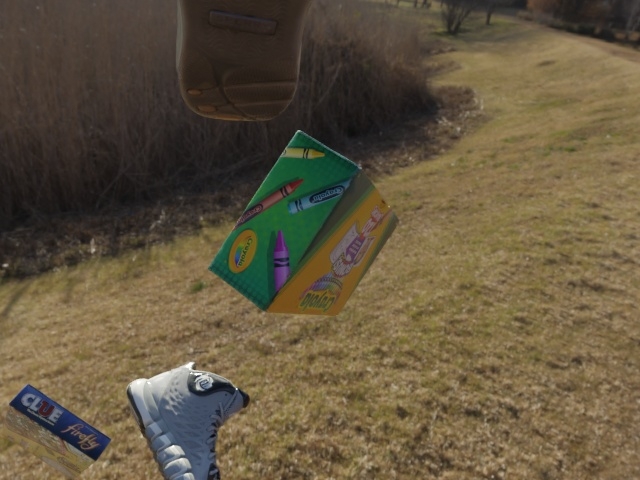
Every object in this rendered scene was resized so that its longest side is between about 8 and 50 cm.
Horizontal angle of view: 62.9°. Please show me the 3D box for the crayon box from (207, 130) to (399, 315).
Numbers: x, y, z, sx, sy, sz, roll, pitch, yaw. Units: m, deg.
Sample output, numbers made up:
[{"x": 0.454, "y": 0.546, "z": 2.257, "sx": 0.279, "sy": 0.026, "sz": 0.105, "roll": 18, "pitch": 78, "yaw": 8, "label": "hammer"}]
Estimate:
[{"x": 0.000, "y": 0.000, "z": 0.626, "sx": 0.081, "sy": 0.165, "sz": 0.278, "roll": 34, "pitch": 2, "yaw": 18, "label": "crayon box"}]

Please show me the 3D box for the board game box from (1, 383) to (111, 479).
[{"x": -0.475, "y": 0.347, "z": 0.927, "sx": 0.165, "sy": 0.243, "sz": 0.042, "roll": 38, "pitch": 48, "yaw": -9, "label": "board game box"}]

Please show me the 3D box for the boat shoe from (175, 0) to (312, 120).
[{"x": -0.045, "y": -0.216, "z": 0.351, "sx": 0.123, "sy": 0.324, "sz": 0.116, "roll": 7, "pitch": 64, "yaw": -19, "label": "boat shoe"}]

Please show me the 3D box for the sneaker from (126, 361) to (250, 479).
[{"x": -0.129, "y": 0.242, "z": 0.628, "sx": 0.132, "sy": 0.086, "sz": 0.228, "roll": -23, "pitch": 64, "yaw": -29, "label": "sneaker"}]
